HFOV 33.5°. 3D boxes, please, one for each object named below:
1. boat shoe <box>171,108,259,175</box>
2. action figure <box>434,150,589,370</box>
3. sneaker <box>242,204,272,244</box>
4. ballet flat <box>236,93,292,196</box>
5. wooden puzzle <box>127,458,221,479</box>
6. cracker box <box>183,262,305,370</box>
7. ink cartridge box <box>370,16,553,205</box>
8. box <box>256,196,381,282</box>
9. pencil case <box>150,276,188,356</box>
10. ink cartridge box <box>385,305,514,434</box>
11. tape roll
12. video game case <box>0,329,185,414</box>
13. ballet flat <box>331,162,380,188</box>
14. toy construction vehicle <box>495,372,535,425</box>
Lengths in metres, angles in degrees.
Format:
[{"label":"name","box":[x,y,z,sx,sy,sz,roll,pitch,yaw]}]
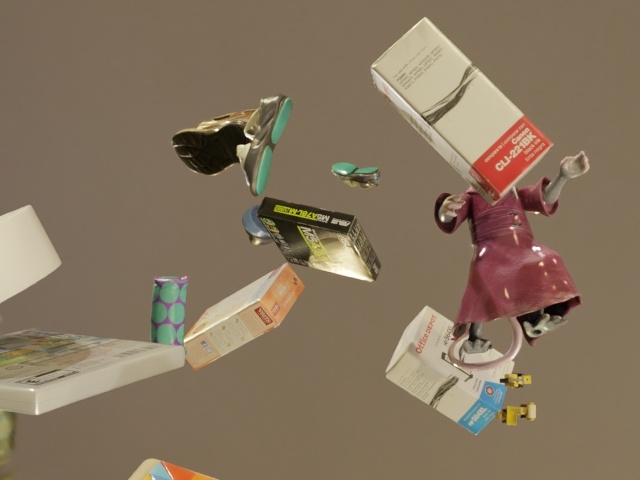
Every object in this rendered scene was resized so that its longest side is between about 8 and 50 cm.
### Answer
[{"label":"boat shoe","box":[-0.208,-0.229,2.420,0.324,0.120,0.122,-1,-58,48]},{"label":"action figure","box":[0.316,0.000,1.781,0.275,0.248,0.370,88,-3,-61]},{"label":"sneaker","box":[-0.139,-0.027,2.446,0.091,0.232,0.081,-26,-102,17]},{"label":"ballet flat","box":[-0.110,-0.175,1.922,0.074,0.074,0.203,-15,-126,60]},{"label":"wooden puzzle","box":[-0.263,0.480,1.972,0.239,0.221,0.044,11,-71,11]},{"label":"cracker box","box":[-0.155,0.150,2.089,0.232,0.155,0.067,-31,-78,30]},{"label":"ink cartridge box","box":[0.213,-0.193,1.638,0.273,0.114,0.197,45,2,6]},{"label":"box","box":[0.000,0.000,1.908,0.184,0.045,0.190,15,-23,25]},{"label":"pencil case","box":[-0.275,0.142,1.955,0.065,0.070,0.151,2,-90,46]},{"label":"ink cartridge box","box":[0.241,0.238,1.973,0.203,0.148,0.086,33,-51,-2]},{"label":"tape roll","box":[-0.518,0.054,1.512,0.286,0.286,0.100,-8,-69,59]},{"label":"video game case","box":[-0.402,0.176,1.482,0.300,0.329,0.036,3,-84,25]},{"label":"ballet flat","box":[0.063,-0.111,1.874,0.114,0.041,0.041,13,-61,49]},{"label":"toy construction vehicle","box":[0.315,0.259,1.740,0.098,0.035,0.085,163,-68,-70]}]
